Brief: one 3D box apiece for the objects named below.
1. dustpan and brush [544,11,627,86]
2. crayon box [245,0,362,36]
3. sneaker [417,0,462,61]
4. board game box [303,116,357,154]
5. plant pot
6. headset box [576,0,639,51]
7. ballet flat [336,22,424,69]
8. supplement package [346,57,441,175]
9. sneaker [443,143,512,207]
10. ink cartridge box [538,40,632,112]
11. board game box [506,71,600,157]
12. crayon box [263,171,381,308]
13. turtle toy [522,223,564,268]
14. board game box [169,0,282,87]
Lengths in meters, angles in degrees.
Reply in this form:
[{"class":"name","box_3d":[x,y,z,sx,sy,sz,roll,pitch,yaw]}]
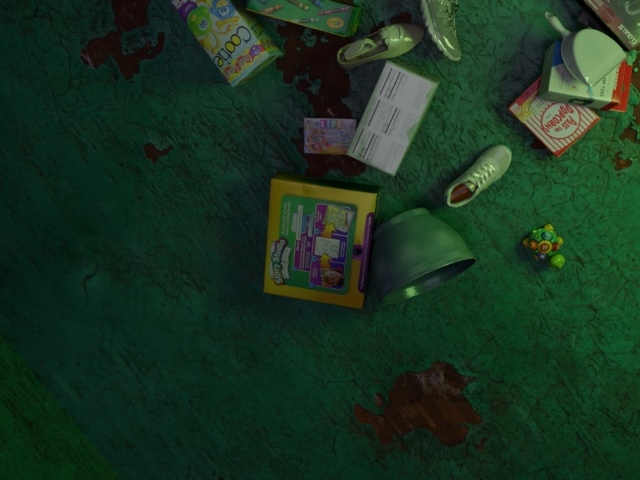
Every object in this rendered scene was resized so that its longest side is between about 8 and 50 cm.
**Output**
[{"class":"dustpan and brush","box_3d":[0.627,-0.485,1.624,0.147,0.060,0.211,-40,93,-16]},{"class":"crayon box","box_3d":[-0.039,-0.613,1.755,0.278,0.165,0.081,17,111,5]},{"class":"sneaker","box_3d":[0.315,-0.602,1.716,0.115,0.105,0.281,-21,102,18]},{"class":"board game box","box_3d":[0.029,-0.302,1.918,0.154,0.026,0.104,3,108,11]},{"class":"plant pot","box_3d":[0.262,0.031,1.867,0.293,0.293,0.196,-29,73,19]},{"class":"headset box","box_3d":[0.766,-0.621,1.612,0.218,0.110,0.293,44,111,-5]},{"class":"ballet flat","box_3d":[0.154,-0.526,1.780,0.248,0.086,0.086,-19,103,17]},{"class":"supplement package","box_3d":[0.199,-0.334,1.776,0.145,0.204,0.262,26,111,4]},{"class":"sneaker","box_3d":[0.439,-0.171,1.841,0.087,0.092,0.228,44,110,-3]},{"class":"ink cartridge box","box_3d":[0.684,-0.412,1.681,0.231,0.078,0.134,9,86,0]},{"class":"board game box","box_3d":[0.618,-0.341,1.770,0.193,0.045,0.147,43,110,-3]},{"class":"crayon box","box_3d":[0.000,0.000,1.983,0.313,0.106,0.363,9,109,10]},{"class":"turtle toy","box_3d":[0.639,0.022,1.876,0.095,0.066,0.130,-38,97,20]},{"class":"board game box","box_3d":[-0.254,-0.580,1.823,0.142,0.144,0.275,-34,99,19]}]
